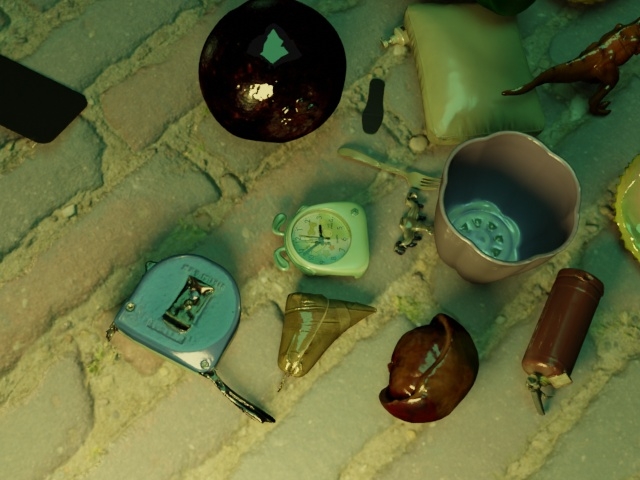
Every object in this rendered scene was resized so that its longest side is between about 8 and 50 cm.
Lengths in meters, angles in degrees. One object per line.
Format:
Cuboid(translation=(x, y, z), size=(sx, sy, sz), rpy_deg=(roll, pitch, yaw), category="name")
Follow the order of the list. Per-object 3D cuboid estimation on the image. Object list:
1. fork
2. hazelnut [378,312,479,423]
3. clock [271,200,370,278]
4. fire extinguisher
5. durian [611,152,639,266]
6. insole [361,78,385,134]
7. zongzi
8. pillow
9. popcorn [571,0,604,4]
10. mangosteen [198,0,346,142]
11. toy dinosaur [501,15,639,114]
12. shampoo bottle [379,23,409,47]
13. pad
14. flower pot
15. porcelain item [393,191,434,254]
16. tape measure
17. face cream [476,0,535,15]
Cuboid(translation=(0.136, -0.144, 1.919), size=(0.219, 0.028, 0.034), rpy_deg=(18, 76, 6), category="fork")
Cuboid(translation=(0.192, 0.237, 1.694), size=(0.201, 0.170, 0.160), rpy_deg=(-35, 74, -27), category="hazelnut")
Cuboid(translation=(0.000, 0.000, 1.828), size=(0.188, 0.060, 0.148), rpy_deg=(0, 70, -4), category="clock")
Cuboid(translation=(0.450, 0.190, 1.781), size=(0.104, 0.105, 0.269), rpy_deg=(25, 69, 5), category="fire extinguisher")
Cuboid(translation=(0.705, -0.003, 1.833), size=(0.157, 0.169, 0.355), rpy_deg=(-37, 71, -17), category="durian")
Cuboid(translation=(0.112, -0.281, 1.977), size=(0.045, 0.002, 0.135), rpy_deg=(9, 69, -3), category="insole")
Cuboid(translation=(0.013, 0.196, 1.752), size=(0.178, 0.081, 0.189), rpy_deg=(11, 74, -11), category="zongzi")
Cuboid(translation=(0.315, -0.352, 1.956), size=(0.255, 0.120, 0.323), rpy_deg=(-6, 72, -14), category="pillow")
Cuboid(translation=(0.604, -0.634, 2.058), size=(0.255, 0.195, 0.256), rpy_deg=(36, 89, 14), category="popcorn")
Cuboid(translation=(-0.090, -0.345, 1.836), size=(0.296, 0.297, 0.314), rpy_deg=(6, 58, -3), category="mangosteen")
Cuboid(translation=(0.563, -0.348, 1.945), size=(0.432, 0.208, 0.097), rpy_deg=(-38, 59, -9), category="toy dinosaur")
Cuboid(translation=(0.192, -0.449, 2.032), size=(0.141, 0.034, 0.049), rpy_deg=(-28, 86, -13), category="shampoo bottle")
Cuboid(translation=(-0.645, -0.220, 1.859), size=(0.249, 0.055, 0.323), rpy_deg=(27, 69, 5), category="pad")
Cuboid(translation=(0.334, -0.038, 1.776), size=(0.264, 0.243, 0.265), rpy_deg=(1, 69, -2), category="flower pot")
Cuboid(translation=(0.195, -0.028, 1.876), size=(0.075, 0.021, 0.136), rpy_deg=(15, 68, 1), category="porcelain item")
Cuboid(translation=(-0.192, 0.168, 1.732), size=(0.351, 0.098, 0.215), rpy_deg=(28, 70, 4), category="tape measure")
Cuboid(translation=(0.294, -0.627, 1.958), size=(0.312, 0.220, 0.357), rpy_deg=(-1, 30, -45), category="face cream")
